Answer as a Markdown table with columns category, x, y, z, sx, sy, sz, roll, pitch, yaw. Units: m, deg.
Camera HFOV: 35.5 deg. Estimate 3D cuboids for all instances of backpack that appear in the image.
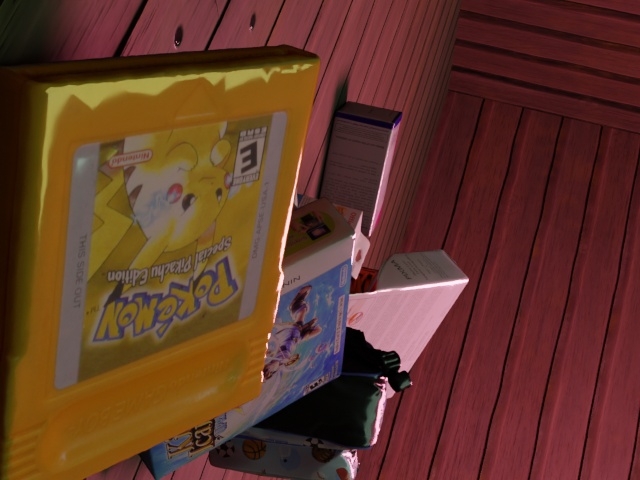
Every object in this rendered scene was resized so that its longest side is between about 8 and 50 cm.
| category | x | y | z | sx | sy | sz | roll | pitch | yaw |
| --- | --- | --- | --- | --- | --- | --- | --- | --- | --- |
| backpack | -0.033 | 0.195 | 1.318 | 0.263 | 0.276 | 0.213 | -70 | 172 | -78 |

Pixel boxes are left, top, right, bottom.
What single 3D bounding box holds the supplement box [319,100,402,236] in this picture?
| category | x | y | z | sx | sy | sz | roll | pitch | yaw |
| --- | --- | --- | --- | --- | --- | --- | --- | --- | --- |
| supplement box | 0.071 | -0.134 | 1.854 | 0.111 | 0.114 | 0.220 | -54 | 155 | -69 |

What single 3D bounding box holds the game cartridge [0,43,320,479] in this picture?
| category | x | y | z | sx | sy | sz | roll | pitch | yaw |
| --- | --- | --- | --- | --- | --- | --- | --- | --- | --- |
| game cartridge | -0.125 | 0.019 | 0.759 | 0.285 | 0.053 | 0.323 | -18 | 124 | -49 |

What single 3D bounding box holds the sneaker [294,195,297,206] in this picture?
| category | x | y | z | sx | sy | sz | roll | pitch | yaw |
| --- | --- | --- | --- | --- | --- | --- | --- | --- | --- |
| sneaker | -0.063 | -0.071 | 1.287 | 0.094 | 0.080 | 0.212 | -169 | -88 | -87 |

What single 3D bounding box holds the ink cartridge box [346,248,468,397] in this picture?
| category | x | y | z | sx | sy | sz | roll | pitch | yaw |
| --- | --- | --- | --- | --- | --- | --- | --- | --- | --- |
| ink cartridge box | 0.044 | 0.165 | 1.715 | 0.385 | 0.091 | 0.308 | -2 | 132 | -44 |

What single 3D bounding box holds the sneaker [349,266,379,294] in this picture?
| category | x | y | z | sx | sy | sz | roll | pitch | yaw |
| --- | --- | --- | --- | --- | --- | --- | --- | --- | --- |
| sneaker | 0.048 | 0.075 | 1.822 | 0.321 | 0.180 | 0.124 | -8 | 112 | -80 |

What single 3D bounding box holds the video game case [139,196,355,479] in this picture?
| category | x | y | z | sx | sy | sz | roll | pitch | yaw |
| --- | --- | --- | --- | --- | --- | --- | --- | --- | --- |
| video game case | -0.086 | 0.107 | 1.018 | 0.244 | 0.061 | 0.269 | -26 | 146 | -21 |

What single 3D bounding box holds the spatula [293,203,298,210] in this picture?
| category | x | y | z | sx | sy | sz | roll | pitch | yaw |
| --- | --- | --- | --- | --- | --- | --- | --- | --- | --- |
| spatula | -0.046 | -0.075 | 1.161 | 0.084 | 0.030 | 0.296 | 138 | -59 | -73 |

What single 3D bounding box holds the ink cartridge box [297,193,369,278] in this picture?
| category | x | y | z | sx | sy | sz | roll | pitch | yaw |
| --- | --- | --- | --- | --- | --- | --- | --- | --- | --- |
| ink cartridge box | 0.000 | 0.000 | 1.531 | 0.090 | 0.143 | 0.092 | 95 | 13 | -47 |
